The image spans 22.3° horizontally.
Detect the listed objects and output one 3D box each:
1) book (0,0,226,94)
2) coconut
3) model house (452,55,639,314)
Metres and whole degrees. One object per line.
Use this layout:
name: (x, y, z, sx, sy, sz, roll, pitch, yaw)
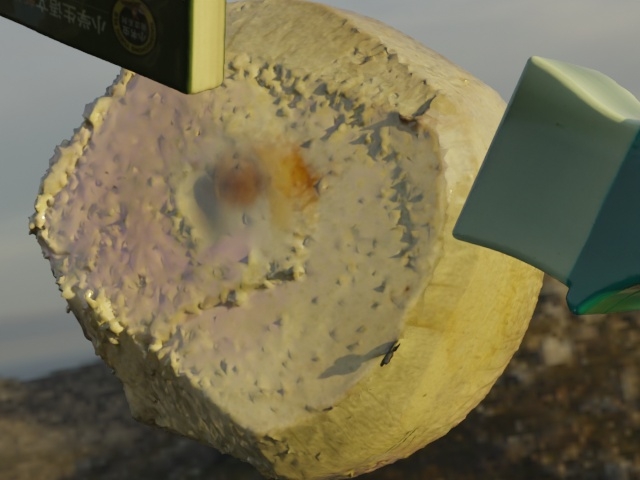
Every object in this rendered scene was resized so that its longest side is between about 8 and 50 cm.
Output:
book: (-0.117, -0.216, 0.719, 0.202, 0.264, 0.027, 24, 35, 35)
coconut: (0.000, 0.000, 1.344, 0.404, 0.405, 0.404, -9, -2, 0)
model house: (0.174, -0.023, 0.937, 0.149, 0.127, 0.100, 31, 16, 30)
